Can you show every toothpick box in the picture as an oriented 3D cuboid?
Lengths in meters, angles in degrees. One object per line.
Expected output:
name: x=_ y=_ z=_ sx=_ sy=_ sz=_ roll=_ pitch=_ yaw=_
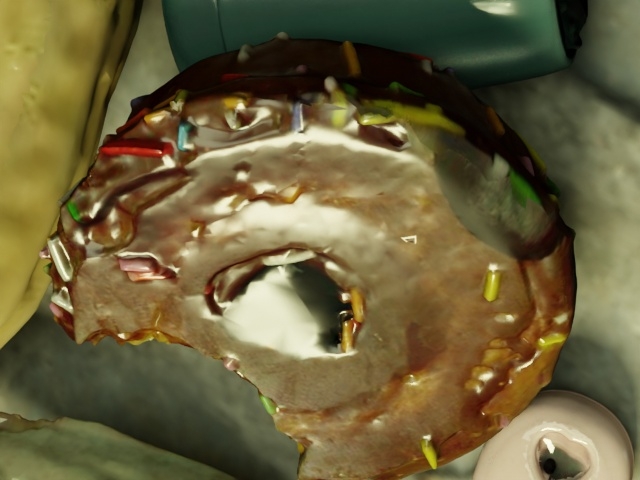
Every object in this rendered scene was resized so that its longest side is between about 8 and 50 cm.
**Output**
toothpick box: x=0.029 y=-0.122 z=0.820 sx=0.184 sy=0.120 sz=0.120 roll=-3 pitch=90 yaw=17

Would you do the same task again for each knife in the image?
knife: x=0.070 y=0.228 z=0.864 sx=0.081 sy=0.043 sz=0.336 roll=24 pitch=105 yaw=12

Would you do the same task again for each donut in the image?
donut: x=0.001 y=0.001 z=0.794 sx=0.230 sy=0.096 sz=0.216 roll=26 pitch=127 yaw=-13

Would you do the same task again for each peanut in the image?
peanut: x=-0.189 y=-0.108 z=0.873 sx=0.192 sy=0.169 sz=0.387 roll=18 pitch=93 yaw=19

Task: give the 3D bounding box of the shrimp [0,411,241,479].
shrimp: x=-0.127 y=0.204 z=0.868 sx=0.360 sy=0.085 sz=0.247 roll=34 pitch=90 yaw=11
